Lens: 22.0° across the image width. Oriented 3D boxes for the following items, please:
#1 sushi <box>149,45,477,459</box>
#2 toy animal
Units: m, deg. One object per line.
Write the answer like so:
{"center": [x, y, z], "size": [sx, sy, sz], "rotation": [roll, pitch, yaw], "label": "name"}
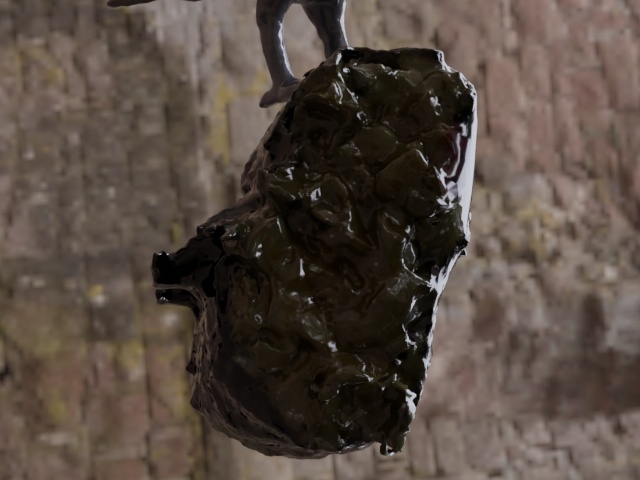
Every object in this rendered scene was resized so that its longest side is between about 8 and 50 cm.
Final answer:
{"center": [0.000, 0.000, 0.827], "size": [0.115, 0.147, 0.212], "rotation": [110, 1, -73], "label": "sushi"}
{"center": [-0.017, -0.182, 1.141], "size": [0.367, 0.081, 0.206], "rotation": [-35, -115, 44], "label": "toy animal"}
